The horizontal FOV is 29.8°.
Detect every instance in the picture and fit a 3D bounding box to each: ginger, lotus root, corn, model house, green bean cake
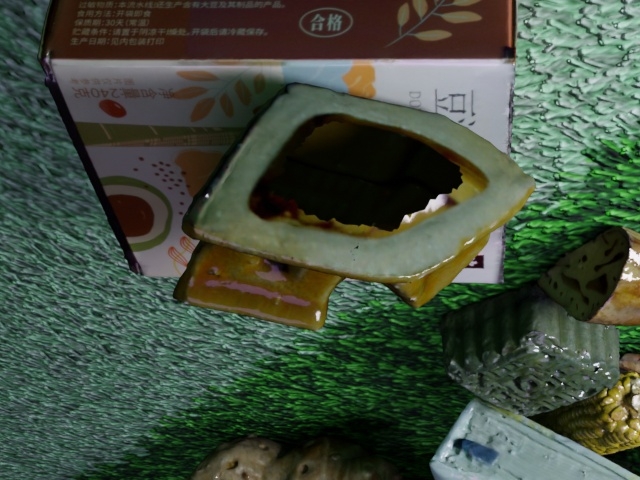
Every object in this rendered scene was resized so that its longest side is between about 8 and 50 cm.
[{"bbox_3d":[-0.044,0.388,1.893,0.375,0.176,0.256,-14,161,25],"label":"ginger"},{"bbox_3d":[0.336,0.053,1.341,0.135,0.095,0.159,9,155,-13],"label":"lotus root"},{"bbox_3d":[0.358,0.241,1.613,0.101,0.101,0.291,14,162,-13],"label":"corn"},{"bbox_3d":[0.009,0.007,0.992,0.267,0.173,0.239,15,146,-11],"label":"model house"},{"bbox_3d":[0.260,0.144,1.496,0.173,0.094,0.181,30,140,-34],"label":"green bean cake"}]

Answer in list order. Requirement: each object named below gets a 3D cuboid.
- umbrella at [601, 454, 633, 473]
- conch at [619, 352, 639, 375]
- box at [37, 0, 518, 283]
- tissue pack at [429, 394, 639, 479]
[{"bbox_3d":[0.473,0.462,1.942,0.113,0.106,0.358,0,144,25],"label":"umbrella"},{"bbox_3d":[0.476,0.163,1.523,0.232,0.080,0.086,7,146,50],"label":"conch"},{"bbox_3d":[-0.019,-0.098,1.111,0.385,0.122,0.345,1,148,7],"label":"box"},{"bbox_3d":[0.326,0.419,1.657,0.287,0.162,0.388,25,152,36],"label":"tissue pack"}]
